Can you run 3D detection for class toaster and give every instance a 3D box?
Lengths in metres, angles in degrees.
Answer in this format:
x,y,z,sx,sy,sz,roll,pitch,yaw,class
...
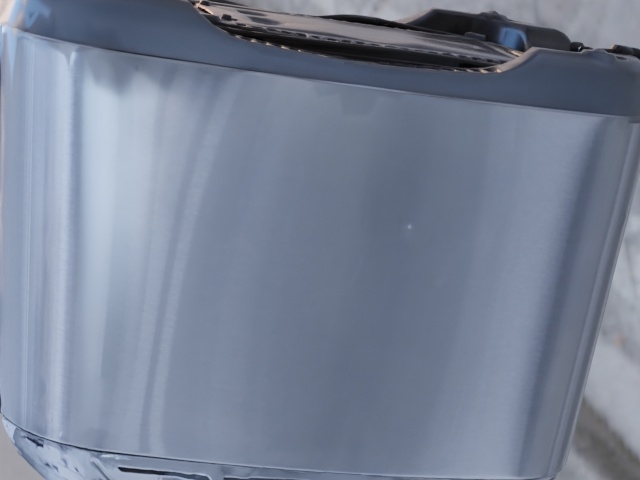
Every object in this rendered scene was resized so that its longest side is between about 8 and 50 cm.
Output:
x,y,z,sx,sy,sz,roll,pitch,yaw,class
0.000,0.000,0.531,0.129,0.227,0.146,-133,50,-70,toaster
